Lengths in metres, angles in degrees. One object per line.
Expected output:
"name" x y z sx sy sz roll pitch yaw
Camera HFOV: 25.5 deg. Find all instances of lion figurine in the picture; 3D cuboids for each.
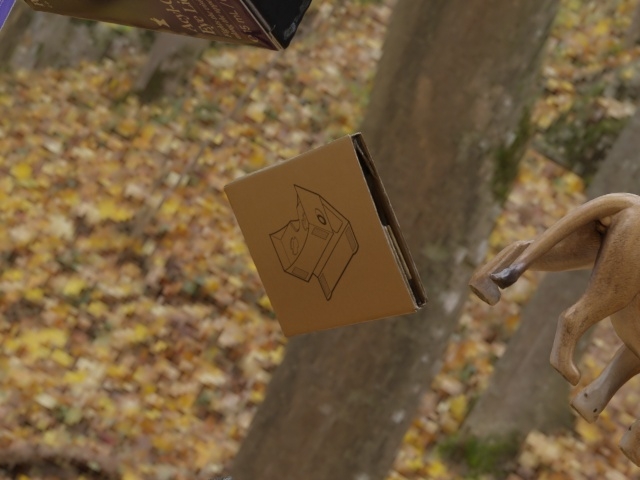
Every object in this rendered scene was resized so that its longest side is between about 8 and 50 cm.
"lion figurine" 0.319 0.059 1.366 0.142 0.240 0.392 43 -3 44

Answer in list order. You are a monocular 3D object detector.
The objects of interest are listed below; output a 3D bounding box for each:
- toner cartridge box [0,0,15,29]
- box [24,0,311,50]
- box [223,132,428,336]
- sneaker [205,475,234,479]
"toner cartridge box" -0.265 -0.251 0.963 0.165 0.348 0.075 31 10 5
"box" -0.112 -0.205 0.813 0.207 0.108 0.153 13 -21 33
"box" 0.000 0.000 1.299 0.021 0.164 0.201 -26 6 -37
"sneaker" -0.211 0.421 1.728 0.178 0.295 0.124 65 -7 2
